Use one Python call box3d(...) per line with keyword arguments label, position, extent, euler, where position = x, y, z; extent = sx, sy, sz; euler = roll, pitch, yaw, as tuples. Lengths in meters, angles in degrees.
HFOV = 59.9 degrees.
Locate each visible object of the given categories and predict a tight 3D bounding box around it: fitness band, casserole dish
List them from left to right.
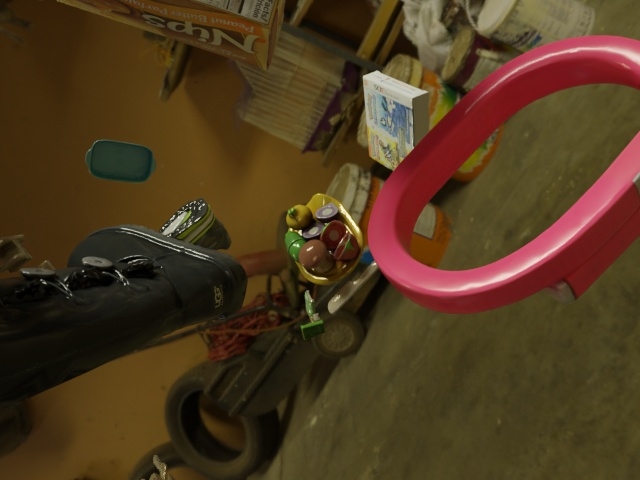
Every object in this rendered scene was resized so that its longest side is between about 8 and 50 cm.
box3d(label="casserole dish", position=(-0.562, -0.225, 1.565), extent=(0.037, 0.188, 0.114), euler=(41, 121, 53))
box3d(label="fitness band", position=(0.169, -0.059, 0.461), extent=(0.291, 0.054, 0.209), euler=(-45, 35, -5))

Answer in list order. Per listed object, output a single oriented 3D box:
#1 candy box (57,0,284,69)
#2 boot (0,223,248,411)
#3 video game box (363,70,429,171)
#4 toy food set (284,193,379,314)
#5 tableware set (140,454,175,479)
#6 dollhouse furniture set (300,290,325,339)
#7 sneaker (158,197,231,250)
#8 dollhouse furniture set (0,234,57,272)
box3d(label="candy box", position=(-0.206, -0.332, 0.723), extent=(0.183, 0.317, 0.087), euler=(-159, 85, -83))
box3d(label="boot", position=(-0.373, 0.084, 0.751), extent=(0.445, 0.367, 0.146), euler=(-20, -70, -59))
box3d(label="video game box", position=(0.167, -0.249, 1.225), extent=(0.187, 0.048, 0.205), euler=(46, 152, 50))
box3d(label="toy food set", position=(0.000, 0.000, 0.933), extent=(0.128, 0.071, 0.218), euler=(-41, 50, 8))
box3d(label="tableware set", position=(-0.223, 0.366, 0.727), extent=(0.194, 0.039, 0.128), euler=(-13, 71, 63))
box3d(label="dollhouse furniture set", position=(-0.035, 0.205, 1.482), extent=(0.151, 0.059, 0.076), euler=(-123, 20, -61))
box3d(label="sneaker", position=(-0.305, 0.053, 1.113), extent=(0.300, 0.121, 0.111), euler=(-37, 33, 11))
box3d(label="dollhouse furniture set", position=(-0.582, 0.138, 1.063), extent=(0.242, 0.212, 0.161), euler=(-38, 5, 2))
